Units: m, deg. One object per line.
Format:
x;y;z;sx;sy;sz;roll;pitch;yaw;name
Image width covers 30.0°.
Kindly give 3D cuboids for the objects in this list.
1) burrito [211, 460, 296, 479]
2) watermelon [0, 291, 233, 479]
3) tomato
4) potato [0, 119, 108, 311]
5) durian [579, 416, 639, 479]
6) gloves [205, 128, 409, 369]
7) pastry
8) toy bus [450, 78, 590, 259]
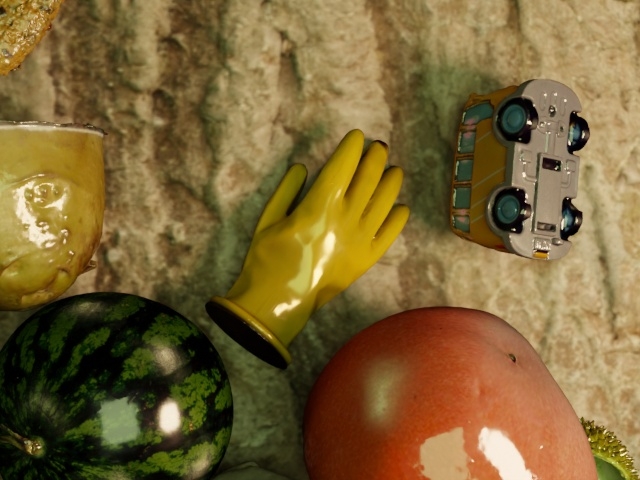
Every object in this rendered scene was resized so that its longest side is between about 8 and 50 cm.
-0.145;0.364;1.326;0.332;0.190;0.135;-41;87;-12;burrito
-0.222;0.187;1.274;0.269;0.269;0.269;0;90;-13;watermelon
0.152;0.230;1.302;0.341;0.341;0.273;34;103;-11;tomato
-0.373;-0.023;1.241;0.299;0.246;0.196;-1;87;-7;potato
0.331;0.279;1.486;0.215;0.086;0.100;37;96;-12;durian
0.001;0.001;1.409;0.294;0.116;0.133;-52;128;-17;gloves
-0.344;-0.247;1.340;0.080;0.056;0.140;27;87;0;pastry
0.229;-0.085;1.425;0.126;0.136;0.209;6;89;-42;toy bus
